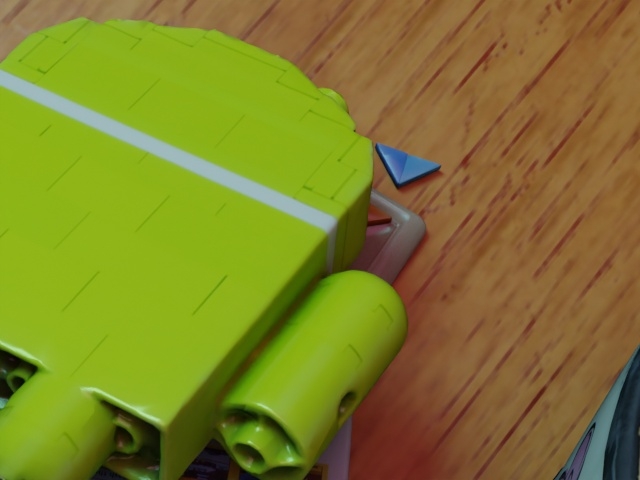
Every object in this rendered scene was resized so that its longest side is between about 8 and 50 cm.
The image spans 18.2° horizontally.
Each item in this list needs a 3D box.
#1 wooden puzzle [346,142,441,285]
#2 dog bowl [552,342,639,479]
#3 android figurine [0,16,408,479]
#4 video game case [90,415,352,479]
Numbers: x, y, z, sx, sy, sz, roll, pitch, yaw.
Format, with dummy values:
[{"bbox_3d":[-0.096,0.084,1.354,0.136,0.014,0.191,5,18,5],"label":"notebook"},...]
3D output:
[{"bbox_3d":[0.000,0.000,0.867,0.078,0.014,0.116,27,69,4],"label":"wooden puzzle"},{"bbox_3d":[0.225,0.195,0.670,0.408,0.150,0.408,21,45,-22],"label":"dog bowl"},{"bbox_3d":[-0.086,0.001,0.792,0.248,0.056,0.273,23,45,17],"label":"android figurine"},{"bbox_3d":[-0.103,0.091,0.758,0.227,0.026,0.206,10,34,-3],"label":"video game case"}]
